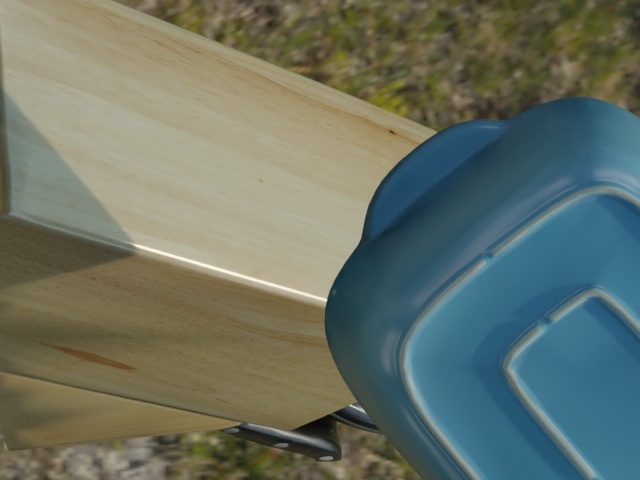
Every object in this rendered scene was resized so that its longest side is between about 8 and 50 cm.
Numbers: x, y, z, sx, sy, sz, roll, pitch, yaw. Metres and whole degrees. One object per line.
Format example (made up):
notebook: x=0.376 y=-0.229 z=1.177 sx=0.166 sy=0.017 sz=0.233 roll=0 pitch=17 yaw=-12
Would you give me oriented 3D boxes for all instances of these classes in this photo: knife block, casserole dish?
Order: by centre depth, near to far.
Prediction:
casserole dish: x=0.085 y=0.049 z=0.530 sx=0.114 sy=0.037 sz=0.188 roll=-40 pitch=108 yaw=7
knife block: x=0.000 y=0.000 z=0.668 sx=0.242 sy=0.276 sz=0.088 roll=-7 pitch=66 yaw=-6
